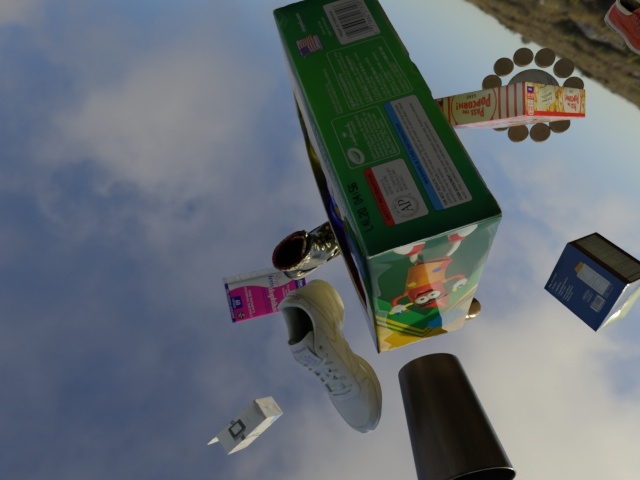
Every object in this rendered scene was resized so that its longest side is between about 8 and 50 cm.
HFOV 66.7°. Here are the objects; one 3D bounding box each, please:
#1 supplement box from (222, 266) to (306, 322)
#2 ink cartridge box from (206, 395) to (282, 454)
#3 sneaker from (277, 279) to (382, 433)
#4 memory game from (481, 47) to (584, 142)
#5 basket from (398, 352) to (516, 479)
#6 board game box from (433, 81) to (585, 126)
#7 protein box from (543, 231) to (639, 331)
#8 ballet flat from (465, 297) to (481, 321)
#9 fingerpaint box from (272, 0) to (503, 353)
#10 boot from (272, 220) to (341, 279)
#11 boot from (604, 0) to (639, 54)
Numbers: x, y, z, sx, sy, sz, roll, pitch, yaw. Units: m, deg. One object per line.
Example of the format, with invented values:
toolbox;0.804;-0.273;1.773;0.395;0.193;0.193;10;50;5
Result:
supplement box;-0.152;0.141;1.357;0.220;0.111;0.114;-13;-173;-12
ink cartridge box;-0.197;0.493;1.276;0.060;0.180;0.104;49;-172;22
sneaker;0.007;0.230;0.921;0.152;0.114;0.305;-14;-105;-55
memory game;0.392;-0.270;0.904;0.186;0.186;0.012;38;-178;11
basket;0.232;0.339;0.898;0.154;0.204;0.226;2;-134;-14
board game box;0.275;-0.194;0.716;0.194;0.045;0.147;-11;-169;-40
protein box;0.826;0.121;1.460;0.136;0.199;0.201;-15;-137;-24
ballet flat;0.393;0.229;1.685;0.343;0.116;0.124;6;171;4
fingerpaint box;0.080;-0.096;0.767;0.163;0.371;0.444;-18;-119;-1
boot;0.000;0.002;1.088;0.085;0.236;0.178;53;-179;11
boot;0.681;-0.456;1.035;0.158;0.059;0.085;49;-173;16
